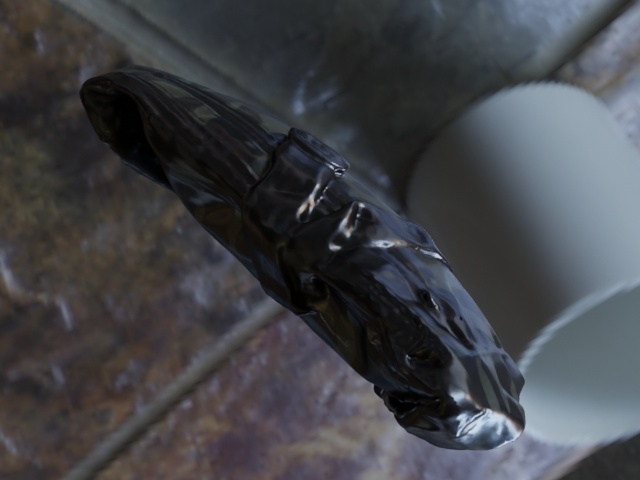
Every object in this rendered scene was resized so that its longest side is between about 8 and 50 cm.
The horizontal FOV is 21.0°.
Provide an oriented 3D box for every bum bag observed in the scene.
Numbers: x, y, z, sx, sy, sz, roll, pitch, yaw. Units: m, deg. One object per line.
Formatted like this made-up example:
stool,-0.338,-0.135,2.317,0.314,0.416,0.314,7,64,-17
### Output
bum bag,0.000,0.000,1.012,0.095,0.340,0.144,-57,153,15
